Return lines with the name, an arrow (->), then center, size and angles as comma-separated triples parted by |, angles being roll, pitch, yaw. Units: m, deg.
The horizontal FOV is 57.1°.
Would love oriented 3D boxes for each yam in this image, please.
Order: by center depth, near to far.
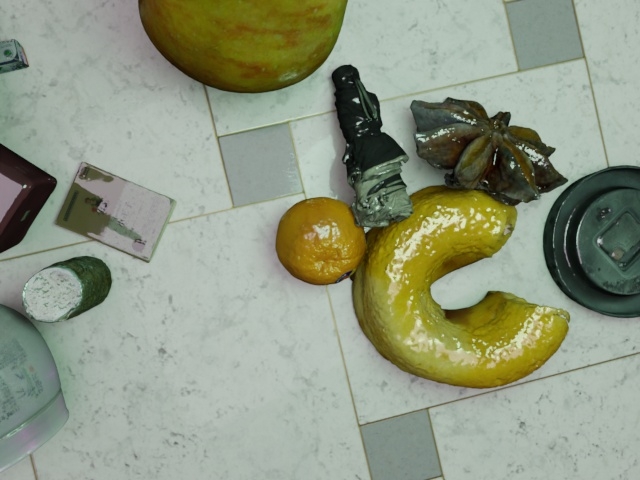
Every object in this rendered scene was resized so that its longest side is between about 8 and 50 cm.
yam -> -0.460, 0.088, 1.078 | 0.108, 0.194, 0.107 | 0, 94, -4

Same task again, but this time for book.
book -> -0.405, -0.055, 1.168 | 0.199, 0.016, 0.138 | 23, 89, -5

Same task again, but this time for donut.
donut -> 0.265, 0.112, 1.157 | 0.378, 0.163, 0.434 | -29, 93, -4

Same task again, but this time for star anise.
star anise -> 0.309, -0.172, 1.124 | 0.332, 0.331, 0.117 | 23, 128, -5

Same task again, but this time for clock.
clock -> 0.627, 0.002, 1.236 | 0.319, 0.066, 0.318 | 0, 92, -5

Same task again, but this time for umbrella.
umbrella -> 0.084, -0.192, 1.109 | 0.113, 0.106, 0.357 | -9, 66, -8

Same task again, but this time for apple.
apple -> -0.140, -0.444, 0.993 | 0.334, 0.400, 0.399 | -15, 92, -26

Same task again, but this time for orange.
orange -> 0.001, 0.000, 1.132 | 0.178, 0.177, 0.155 | -7, 47, -6

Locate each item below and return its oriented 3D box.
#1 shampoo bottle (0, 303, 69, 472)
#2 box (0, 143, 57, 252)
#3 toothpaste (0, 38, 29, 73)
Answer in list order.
shampoo bottle -> -0.604, 0.268, 1.029 | 0.273, 0.273, 0.266 | -23, 102, -4
box -> -0.590, -0.083, 1.025 | 0.168, 0.294, 0.193 | 30, 89, -16
toothpaste -> -0.670, -0.337, 1.129 | 0.197, 0.040, 0.047 | -15, 88, -5
